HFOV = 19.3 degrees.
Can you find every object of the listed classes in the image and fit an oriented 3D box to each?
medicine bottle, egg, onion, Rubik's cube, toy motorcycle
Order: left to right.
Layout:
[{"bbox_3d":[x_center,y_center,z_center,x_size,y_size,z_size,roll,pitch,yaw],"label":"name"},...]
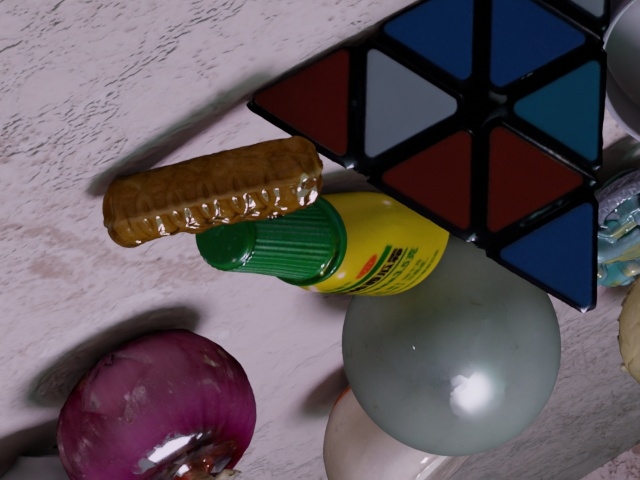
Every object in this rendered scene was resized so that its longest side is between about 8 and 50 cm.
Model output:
[{"bbox_3d":[-0.137,0.159,1.607,0.177,0.153,0.177,-23,174,-3],"label":"onion"},{"bbox_3d":[0.000,0.000,1.501,0.111,0.076,0.309,-38,160,22],"label":"medicine bottle"},{"bbox_3d":[0.063,-0.060,1.309,0.234,0.250,0.284,2,155,-25],"label":"Rubik's cube"},{"bbox_3d":[0.122,0.099,1.751,0.203,0.203,0.282,-28,164,-5],"label":"egg"},{"bbox_3d":[0.307,0.000,1.939,0.198,0.109,0.296,-34,161,21],"label":"toy motorcycle"}]

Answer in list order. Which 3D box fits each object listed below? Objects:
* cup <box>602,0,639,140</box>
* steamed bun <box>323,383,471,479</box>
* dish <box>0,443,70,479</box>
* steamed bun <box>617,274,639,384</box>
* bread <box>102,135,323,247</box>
[{"bbox_3d":[0.262,-0.169,1.358,0.134,0.173,0.142,-9,-154,12],"label":"cup"},{"bbox_3d":[0.095,0.198,2.084,0.232,0.145,0.232,-41,166,-13],"label":"steamed bun"},{"bbox_3d":[-0.226,0.221,1.715,0.191,0.066,0.190,-3,179,0],"label":"dish"},{"bbox_3d":[0.483,0.067,2.317,0.273,0.166,0.232,-43,147,21],"label":"steamed bun"},{"bbox_3d":[-0.073,-0.032,1.276,0.157,0.044,0.052,-13,123,10],"label":"bread"}]
